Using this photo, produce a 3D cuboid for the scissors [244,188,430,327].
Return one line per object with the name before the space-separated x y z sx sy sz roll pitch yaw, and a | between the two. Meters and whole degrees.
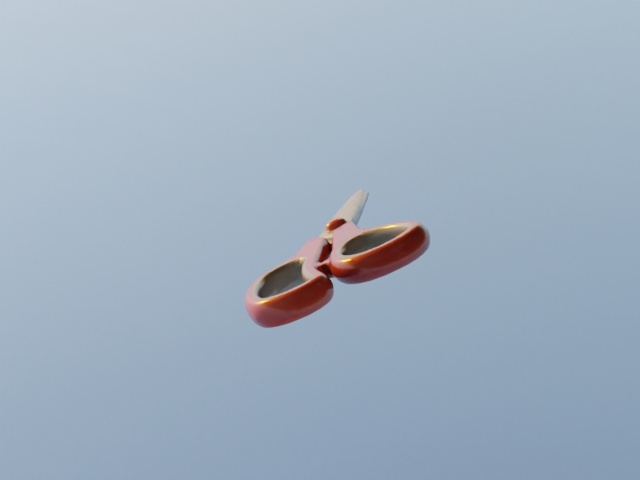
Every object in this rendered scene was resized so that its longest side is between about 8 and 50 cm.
scissors | 0.000 0.000 0.720 0.109 0.021 0.297 -26 -169 0
